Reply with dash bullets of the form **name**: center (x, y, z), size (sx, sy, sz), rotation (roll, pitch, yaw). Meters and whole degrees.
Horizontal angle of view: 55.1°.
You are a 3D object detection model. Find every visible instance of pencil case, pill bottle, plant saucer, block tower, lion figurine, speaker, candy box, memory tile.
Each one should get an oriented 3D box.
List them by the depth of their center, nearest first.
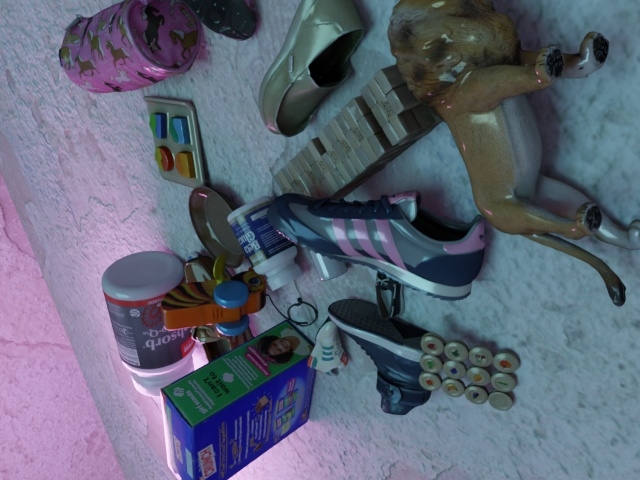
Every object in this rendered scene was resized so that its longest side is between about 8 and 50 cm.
- **lion figurine**: center (0.211, -0.112, 0.700), size (0.240, 0.142, 0.392), rotation (10, 124, 56)
- **block tower**: center (0.046, -0.135, 0.920), size (0.091, 0.097, 0.335), rotation (60, 145, 5)
- **memory tile**: center (0.223, 0.202, 0.937), size (0.148, 0.012, 0.113), rotation (11, 122, 20)
- **speaker**: center (0.000, 0.000, 1.093), size (0.055, 0.055, 0.136), rotation (-12, 103, 53)
- **pill bottle**: center (-0.103, 0.008, 1.190), size (0.094, 0.094, 0.169), rotation (-31, 87, 54)
- **pencil case**: center (-0.393, -0.397, 1.242), size (0.386, 0.167, 0.160), rotation (8, 82, 48)
- **candy box**: center (-0.167, 0.355, 1.297), size (0.122, 0.317, 0.268), rotation (37, 136, 31)
- **plant saucer**: center (-0.217, -0.033, 1.348), size (0.199, 0.036, 0.198), rotation (29, 135, 34)
- **pill bottle**: center (-0.449, 0.228, 1.655), size (0.210, 0.210, 0.362), rotation (27, 131, 39)

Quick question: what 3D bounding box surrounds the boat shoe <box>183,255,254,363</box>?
- **boat shoe**: center (-0.239, 0.196, 1.431), size (0.123, 0.120, 0.324), rotation (-13, 105, 33)

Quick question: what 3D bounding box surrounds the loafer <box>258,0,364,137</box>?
- **loafer**: center (-0.016, -0.248, 0.917), size (0.092, 0.102, 0.268), rotation (53, 143, 23)

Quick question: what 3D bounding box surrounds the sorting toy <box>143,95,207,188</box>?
- **sorting toy**: center (-0.330, -0.215, 1.375), size (0.193, 0.038, 0.208), rotation (18, 125, 44)

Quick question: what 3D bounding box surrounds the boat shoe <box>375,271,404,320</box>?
- **boat shoe**: center (0.110, 0.075, 1.019), size (0.046, 0.038, 0.125), rotation (20, 126, 43)

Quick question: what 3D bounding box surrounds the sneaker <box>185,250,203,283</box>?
- **sneaker**: center (-0.306, 0.125, 1.523), size (0.080, 0.081, 0.211), rotation (28, 130, 40)

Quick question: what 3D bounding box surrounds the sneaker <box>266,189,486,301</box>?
- **sneaker**: center (0.081, -0.030, 0.878), size (0.319, 0.112, 0.131), rotation (19, 121, 7)

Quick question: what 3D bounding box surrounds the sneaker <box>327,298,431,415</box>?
- **sneaker**: center (0.099, 0.207, 1.075), size (0.226, 0.086, 0.163), rotation (25, 127, 39)

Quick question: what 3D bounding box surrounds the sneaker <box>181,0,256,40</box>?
- **sneaker**: center (-0.191, -0.440, 1.038), size (0.228, 0.130, 0.087), rotation (34, 137, -7)

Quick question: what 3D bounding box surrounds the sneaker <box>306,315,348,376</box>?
- **sneaker**: center (0.027, 0.208, 1.203), size (0.075, 0.057, 0.161), rotation (28, 131, 11)

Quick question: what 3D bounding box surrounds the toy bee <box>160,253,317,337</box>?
- **toy bee**: center (-0.178, 0.124, 1.291), size (0.162, 0.298, 0.195), rotation (-102, 34, -57)
